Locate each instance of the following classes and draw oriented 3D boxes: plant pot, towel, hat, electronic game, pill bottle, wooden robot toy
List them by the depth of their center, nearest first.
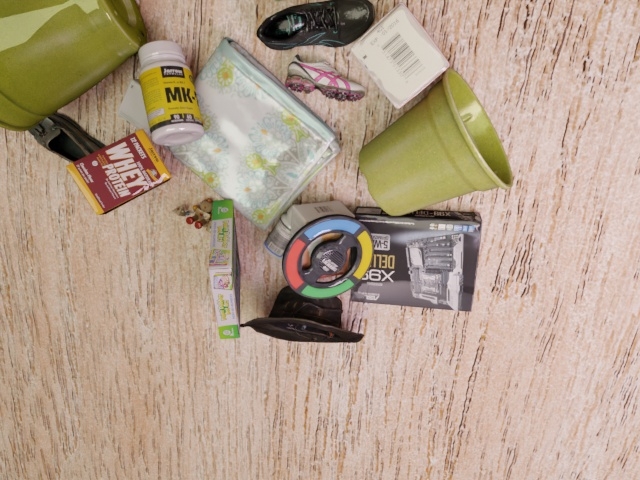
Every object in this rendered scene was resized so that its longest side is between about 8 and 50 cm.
[{"bbox_3d":[0.233,-0.181,1.064,0.254,0.276,0.276,-27,103,31],"label":"plant pot"},{"bbox_3d":[-0.603,-0.481,1.091,0.353,0.366,0.366,-20,105,7],"label":"plant pot"},{"bbox_3d":[-0.343,-0.332,1.115,0.119,0.119,0.208,-14,88,17],"label":"pill bottle"},{"bbox_3d":[0.021,0.042,1.157,0.229,0.048,0.229,-10,123,-16],"label":"electronic game"},{"bbox_3d":[-0.177,-0.246,1.203,0.374,0.090,0.320,42,112,-5],"label":"towel"},{"bbox_3d":[-0.083,-0.023,1.272,0.078,0.078,0.137,35,113,-2],"label":"pill bottle"},{"bbox_3d":[-0.044,0.186,1.294,0.331,0.331,0.133,2,72,11],"label":"hat"},{"bbox_3d":[-0.305,-0.072,1.309,0.173,0.076,0.079,27,103,1],"label":"wooden robot toy"}]

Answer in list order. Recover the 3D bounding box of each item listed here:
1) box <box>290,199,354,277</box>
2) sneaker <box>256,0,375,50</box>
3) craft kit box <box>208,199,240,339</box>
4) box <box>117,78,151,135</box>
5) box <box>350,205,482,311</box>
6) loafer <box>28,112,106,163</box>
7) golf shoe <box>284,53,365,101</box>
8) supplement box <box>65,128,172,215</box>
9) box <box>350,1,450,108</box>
[{"bbox_3d":[0.000,0.000,1.214,0.130,0.091,0.170,-9,123,-23],"label":"box"},{"bbox_3d":[-0.013,-0.469,1.076,0.267,0.106,0.101,-8,107,14],"label":"sneaker"},{"bbox_3d":[-0.231,0.070,1.209,0.061,0.250,0.246,-1,131,-8],"label":"craft kit box"},{"bbox_3d":[-0.426,-0.334,1.223,0.101,0.087,0.102,35,113,-2],"label":"box"},{"bbox_3d":[0.232,0.045,1.230,0.308,0.076,0.242,4,111,10],"label":"box"},{"bbox_3d":[-0.681,-0.264,1.306,0.268,0.084,0.096,30,114,0],"label":"loafer"},{"bbox_3d":[0.016,-0.373,1.123,0.186,0.067,0.086,13,87,-4],"label":"golf shoe"},{"bbox_3d":[-0.486,-0.163,1.204,0.191,0.194,0.129,-32,103,-15],"label":"supplement box"},{"bbox_3d":[0.167,-0.373,1.001,0.127,0.232,0.148,-38,99,22],"label":"box"}]
